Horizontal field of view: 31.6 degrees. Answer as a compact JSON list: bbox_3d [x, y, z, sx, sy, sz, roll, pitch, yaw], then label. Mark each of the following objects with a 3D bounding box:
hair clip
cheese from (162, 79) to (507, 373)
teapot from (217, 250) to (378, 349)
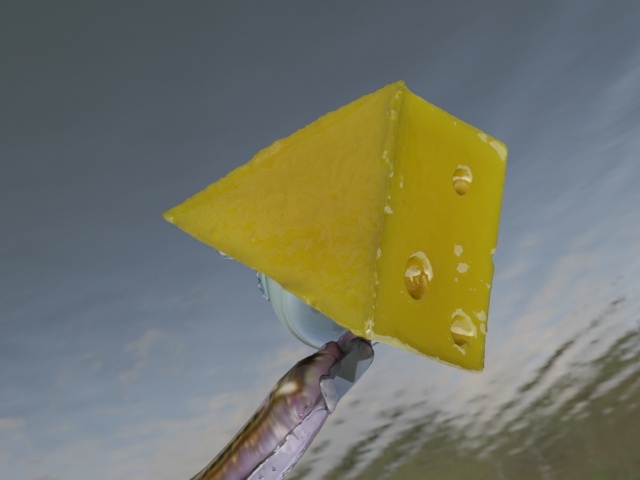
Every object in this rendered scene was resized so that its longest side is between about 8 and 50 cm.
[{"bbox_3d":[-0.084,0.159,0.620,0.110,0.095,0.359,-5,154,-43],"label":"hair clip"},{"bbox_3d":[0.000,0.000,0.605,0.171,0.126,0.093,-4,161,43],"label":"cheese"},{"bbox_3d":[0.010,0.005,1.020,0.130,0.193,0.294,1,-179,11],"label":"teapot"}]
